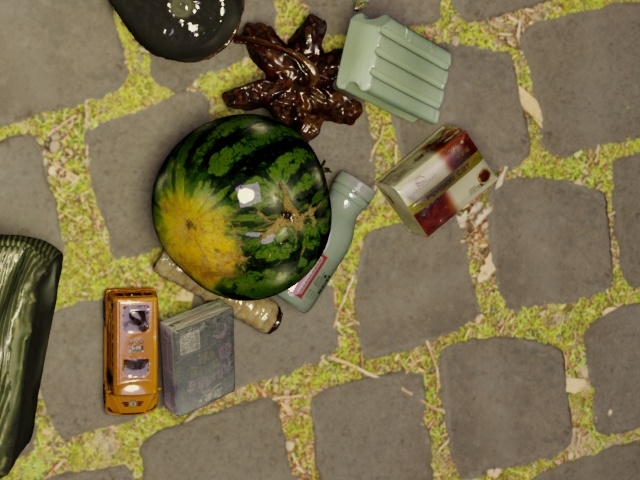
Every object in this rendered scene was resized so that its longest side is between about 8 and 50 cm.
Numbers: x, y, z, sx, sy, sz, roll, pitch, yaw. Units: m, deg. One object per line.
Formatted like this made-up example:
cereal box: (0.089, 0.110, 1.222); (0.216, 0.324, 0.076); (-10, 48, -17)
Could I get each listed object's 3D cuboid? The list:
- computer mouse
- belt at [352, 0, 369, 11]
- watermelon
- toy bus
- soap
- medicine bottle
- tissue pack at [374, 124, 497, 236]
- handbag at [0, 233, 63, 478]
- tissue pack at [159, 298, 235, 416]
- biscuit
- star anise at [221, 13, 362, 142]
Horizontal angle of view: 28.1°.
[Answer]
computer mouse: (-0.239, -0.400, 1.812); (0.183, 0.116, 0.323); (-34, 103, 6)
belt: (0.034, -0.441, 1.926); (0.065, 0.100, 0.179); (-37, 92, -8)
watermelon: (-0.112, -0.047, 1.836); (0.268, 0.269, 0.269); (-3, 99, -17)
toy bus: (-0.280, 0.171, 1.900); (0.083, 0.088, 0.195); (-2, 99, -16)
soap: (0.114, -0.256, 1.918); (0.198, 0.066, 0.119); (18, 82, -52)
medicine bottle: (0.000, 0.000, 1.962); (0.090, 0.090, 0.217); (34, 86, -19)
tissue pack: (0.182, -0.093, 2.000); (0.148, 0.099, 0.106); (-40, 108, -9)
handbag: (-0.500, 0.146, 1.760); (0.240, 0.247, 0.341); (12, 97, -7)
tissue pack: (-0.183, 0.176, 1.911); (0.112, 0.051, 0.156); (-22, 126, -35)
biscuit: (-0.154, 0.071, 1.943); (0.219, 0.055, 0.061); (30, 83, -20)
star anise: (-0.033, -0.236, 1.902); (0.220, 0.126, 0.190); (-12, 105, -18)
